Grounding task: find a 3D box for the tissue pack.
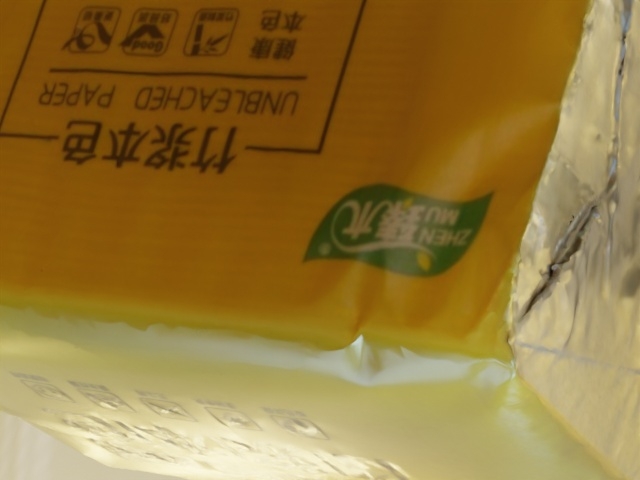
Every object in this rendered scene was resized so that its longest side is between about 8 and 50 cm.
[{"bbox_3d":[0.000,0.000,0.945,0.382,0.293,0.228,4,-112,31],"label":"tissue pack"}]
